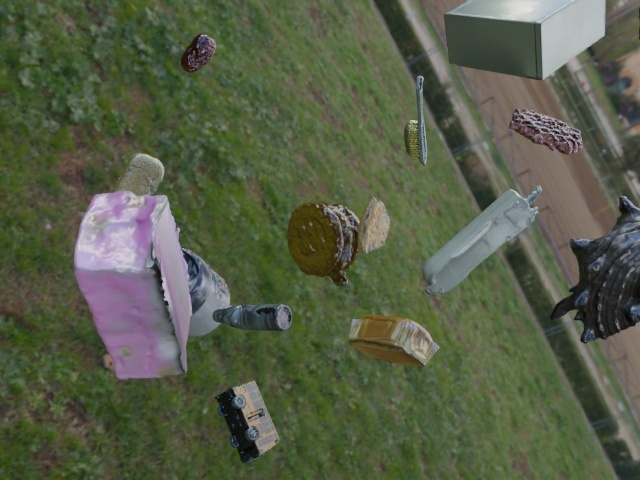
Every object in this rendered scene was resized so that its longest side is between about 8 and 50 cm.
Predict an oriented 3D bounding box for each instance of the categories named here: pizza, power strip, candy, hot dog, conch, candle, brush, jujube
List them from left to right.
[{"bbox_3d":[-0.421,-0.074,1.480,0.084,0.073,0.242,28,81,-22],"label":"hot dog"},{"bbox_3d":[-0.257,0.070,0.994,0.265,0.116,0.155,87,-2,-45],"label":"candy"},{"bbox_3d":[-0.320,0.141,1.705,0.330,0.187,0.187,57,16,-64],"label":"candle"},{"bbox_3d":[-0.374,-0.570,2.097,0.077,0.129,0.077,37,-5,4],"label":"jujube"},{"bbox_3d":[0.137,-0.034,1.808,0.099,0.036,0.160,27,74,-43],"label":"pizza"},{"bbox_3d":[0.253,-0.319,1.854,0.296,0.060,0.068,78,22,-48],"label":"brush"},{"bbox_3d":[0.200,-0.002,0.854,0.047,0.191,0.030,43,9,-36],"label":"power strip"},{"bbox_3d":[0.559,0.063,1.224,0.186,0.313,0.240,46,-2,46],"label":"conch"}]

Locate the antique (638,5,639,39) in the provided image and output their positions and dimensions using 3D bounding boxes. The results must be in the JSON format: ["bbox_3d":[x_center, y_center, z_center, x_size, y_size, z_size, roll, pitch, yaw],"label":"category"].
[{"bbox_3d":[0.873,-0.618,1.699,0.125,0.150,0.284,-116,-168,-75],"label":"antique"}]

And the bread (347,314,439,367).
[{"bbox_3d":[0.198,0.278,1.929,0.136,0.241,0.107,41,65,-32],"label":"bread"}]

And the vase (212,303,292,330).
[{"bbox_3d":[-0.159,0.169,1.523,0.060,0.211,0.059,4,84,-52],"label":"vase"}]

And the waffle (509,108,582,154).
[{"bbox_3d":[0.666,-0.322,2.025,0.221,0.055,0.234,28,33,14],"label":"waffle"}]

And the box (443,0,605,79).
[{"bbox_3d":[0.412,-0.432,1.385,0.225,0.225,0.117,-35,129,-27],"label":"box"}]

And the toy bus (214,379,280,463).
[{"bbox_3d":[-0.181,0.456,1.733,0.103,0.091,0.182,-11,72,-49],"label":"toy bus"}]

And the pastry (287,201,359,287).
[{"bbox_3d":[0.000,0.000,2.044,0.132,0.240,0.235,8,102,-43],"label":"pastry"}]
